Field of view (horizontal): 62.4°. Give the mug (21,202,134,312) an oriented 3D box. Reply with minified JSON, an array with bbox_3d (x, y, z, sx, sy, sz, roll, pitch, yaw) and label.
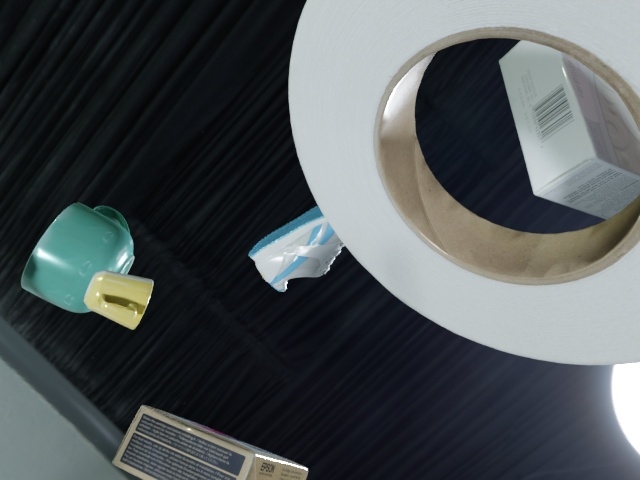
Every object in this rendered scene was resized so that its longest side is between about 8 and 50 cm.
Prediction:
[{"bbox_3d":[-0.303,0.018,0.702,0.097,0.158,0.129,30,-21,-9],"label":"mug"}]

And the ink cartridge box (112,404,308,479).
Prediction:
[{"bbox_3d":[-0.147,0.330,0.769,0.193,0.088,0.235,13,-22,23],"label":"ink cartridge box"}]

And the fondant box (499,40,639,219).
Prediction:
[{"bbox_3d":[0.423,-0.144,0.746,0.330,0.096,0.239,13,58,-27],"label":"fondant box"}]

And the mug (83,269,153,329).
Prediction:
[{"bbox_3d":[-0.234,0.062,0.612,0.064,0.078,0.062,25,61,-24],"label":"mug"}]

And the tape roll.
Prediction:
[{"bbox_3d":[0.148,-0.068,0.406,0.392,0.392,0.072,45,52,1],"label":"tape roll"}]

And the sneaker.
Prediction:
[{"bbox_3d":[0.000,0.000,0.875,0.092,0.228,0.087,59,10,-16],"label":"sneaker"}]
